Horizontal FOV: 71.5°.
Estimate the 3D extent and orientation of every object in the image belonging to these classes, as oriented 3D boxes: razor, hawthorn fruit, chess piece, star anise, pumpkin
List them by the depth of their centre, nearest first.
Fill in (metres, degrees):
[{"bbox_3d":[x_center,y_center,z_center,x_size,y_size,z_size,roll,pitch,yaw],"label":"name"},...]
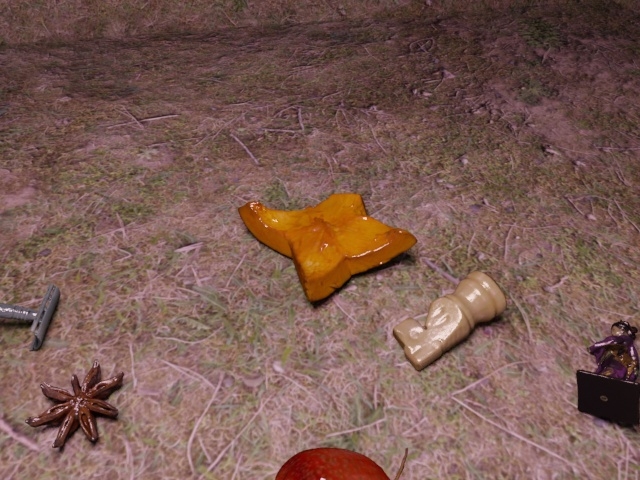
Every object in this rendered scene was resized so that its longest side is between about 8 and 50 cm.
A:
[{"bbox_3d":[0.043,0.337,0.553,0.204,0.162,0.162,3,43,-24],"label":"hawthorn fruit"},{"bbox_3d":[-0.368,0.255,0.682,0.141,0.042,0.141,2,43,-2],"label":"star anise"},{"bbox_3d":[-0.584,0.111,0.753,0.232,0.068,0.106,15,41,-20],"label":"razor"},{"bbox_3d":[0.225,0.141,0.786,0.200,0.090,0.090,-32,53,-14],"label":"chess piece"},{"bbox_3d":[0.008,-0.017,0.920,0.258,0.095,0.290,-26,48,-18],"label":"pumpkin"}]

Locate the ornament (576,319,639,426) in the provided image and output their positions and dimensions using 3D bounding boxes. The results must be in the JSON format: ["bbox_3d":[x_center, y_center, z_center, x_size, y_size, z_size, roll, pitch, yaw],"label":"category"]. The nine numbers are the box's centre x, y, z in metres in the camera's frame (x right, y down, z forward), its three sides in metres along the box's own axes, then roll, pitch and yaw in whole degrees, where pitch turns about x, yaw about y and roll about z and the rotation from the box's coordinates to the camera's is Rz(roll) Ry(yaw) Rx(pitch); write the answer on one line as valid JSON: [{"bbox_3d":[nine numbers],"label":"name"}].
[{"bbox_3d":[0.480,0.199,0.737,0.081,0.088,0.203,2,27,35],"label":"ornament"}]
